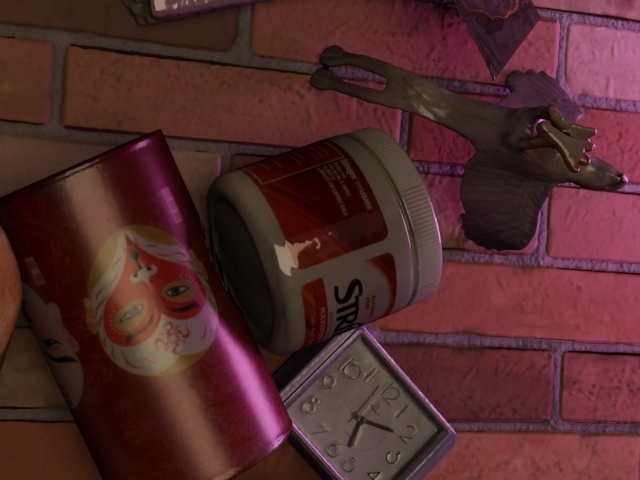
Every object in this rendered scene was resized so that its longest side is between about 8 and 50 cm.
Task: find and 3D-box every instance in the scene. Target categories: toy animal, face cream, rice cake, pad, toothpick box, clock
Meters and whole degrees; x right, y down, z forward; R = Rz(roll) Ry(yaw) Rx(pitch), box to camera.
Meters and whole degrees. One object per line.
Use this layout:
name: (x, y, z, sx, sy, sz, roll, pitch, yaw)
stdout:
toy animal: (0.174, -0.136, 1.408, 0.284, 0.302, 0.225, 26, 85, -23)
face cream: (0.000, 0.000, 1.386, 0.187, 0.201, 0.201, -20, 96, -19)
rice cake: (-0.043, -0.298, 1.450, 0.365, 0.056, 0.072, -12, 92, -20)
pad: (0.136, -0.373, 1.444, 0.367, 0.007, 0.247, 60, 30, -12)
toothpick box: (-0.183, 0.079, 1.320, 0.204, 0.204, 0.333, -25, 97, -18)
clock: (0.042, 0.198, 1.469, 0.144, 0.073, 0.193, -44, 103, -14)

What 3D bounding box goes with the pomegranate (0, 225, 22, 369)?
pomegranate: (-0.428, 0.068, 1.164, 0.333, 0.332, 0.332, 0, 90, -20)
